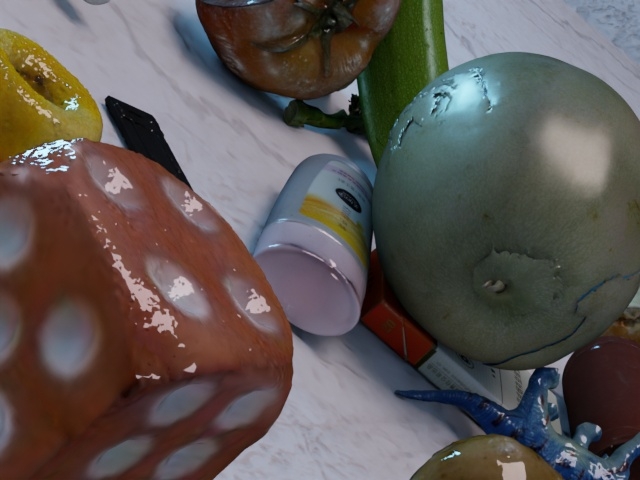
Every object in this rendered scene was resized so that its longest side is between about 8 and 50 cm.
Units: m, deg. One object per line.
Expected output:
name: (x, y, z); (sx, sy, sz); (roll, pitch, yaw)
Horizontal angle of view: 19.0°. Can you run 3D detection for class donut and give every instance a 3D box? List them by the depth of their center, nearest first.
donut: (-0.226, -0.104, 1.460); (0.152, 0.058, 0.152); (40, 16, -14)

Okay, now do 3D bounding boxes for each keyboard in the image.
keyboard: (-0.129, -0.047, 1.619); (0.061, 0.013, 0.204); (25, 27, -47)

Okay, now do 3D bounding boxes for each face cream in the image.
face cream: (0.000, 0.000, 1.711); (0.107, 0.073, 0.269); (35, 20, -6)

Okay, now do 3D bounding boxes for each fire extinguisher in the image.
fire extinguisher: (0.310, 0.191, 1.958); (0.337, 0.106, 0.147); (-81, 155, -68)

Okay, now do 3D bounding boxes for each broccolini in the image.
broccolini: (0.030, -0.143, 2.126); (0.071, 0.058, 0.254); (6, -1, 23)

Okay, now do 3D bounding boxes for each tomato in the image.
tomato: (-0.016, -0.229, 2.003); (0.180, 0.214, 0.155); (38, -31, 53)

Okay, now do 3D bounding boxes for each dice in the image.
dice: (-0.131, 0.060, 1.111); (0.179, 0.175, 0.174); (53, 18, 25)

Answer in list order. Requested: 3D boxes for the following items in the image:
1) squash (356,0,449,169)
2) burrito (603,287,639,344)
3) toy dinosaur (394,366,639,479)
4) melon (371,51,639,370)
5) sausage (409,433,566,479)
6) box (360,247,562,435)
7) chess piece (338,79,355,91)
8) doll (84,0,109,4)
squash: (0.089, -0.212, 2.103); (0.107, 0.107, 0.395); (-8, 91, -69)
burrito: (0.337, 0.062, 2.281); (0.143, 0.105, 0.299); (36, 18, -39)
toy dinosaur: (0.219, 0.196, 1.735); (0.329, 0.076, 0.144); (43, 56, -9)
melon: (0.175, -0.030, 1.731); (0.268, 0.268, 0.330); (41, 30, -14)
sausage: (0.249, 0.315, 1.478); (0.501, 0.123, 0.136); (38, 53, -24)
box: (0.136, 0.114, 1.821); (0.245, 0.035, 0.139); (40, 20, -15)
chess piece: (-0.043, -0.297, 2.192); (0.251, 0.144, 0.144); (33, 21, -16)
doll: (-0.270, -0.367, 1.773); (0.311, 0.159, 0.242); (47, 16, -7)
